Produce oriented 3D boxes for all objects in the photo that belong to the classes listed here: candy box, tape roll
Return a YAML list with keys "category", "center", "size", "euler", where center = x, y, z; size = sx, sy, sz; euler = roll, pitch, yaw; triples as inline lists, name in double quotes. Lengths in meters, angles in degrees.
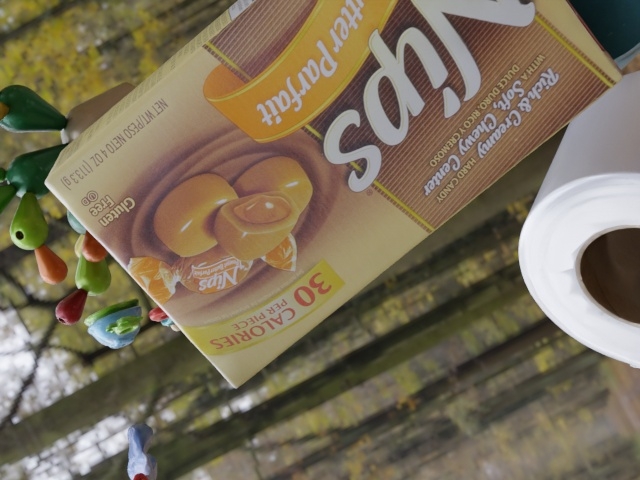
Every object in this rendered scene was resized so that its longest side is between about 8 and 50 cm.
- category: "candy box"
  center: [0.007, -0.078, 0.792]
  size: [0.183, 0.316, 0.087]
  euler: [49, -174, -16]
- category: "tape roll"
  center: [0.328, -0.018, 1.187]
  size: [0.246, 0.246, 0.169]
  euler: [58, -138, -27]

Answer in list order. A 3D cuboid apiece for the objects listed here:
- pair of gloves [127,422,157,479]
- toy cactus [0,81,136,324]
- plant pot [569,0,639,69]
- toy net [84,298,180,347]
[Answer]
- category: "pair of gloves"
  center: [-0.102, 0.211, 0.741]
  size: [0.159, 0.023, 0.198]
  euler: [152, 114, -83]
- category: "toy cactus"
  center: [-0.215, -0.060, 1.007]
  size: [0.219, 0.180, 0.112]
  euler: [53, 152, -10]
- category: "plant pot"
  center: [0.262, -0.285, 1.524]
  size: [0.195, 0.290, 0.290]
  euler: [90, 156, -69]
- category: "toy net"
  center: [-0.160, 0.071, 1.491]
  size: [0.045, 0.232, 0.122]
  euler: [66, 153, 13]
